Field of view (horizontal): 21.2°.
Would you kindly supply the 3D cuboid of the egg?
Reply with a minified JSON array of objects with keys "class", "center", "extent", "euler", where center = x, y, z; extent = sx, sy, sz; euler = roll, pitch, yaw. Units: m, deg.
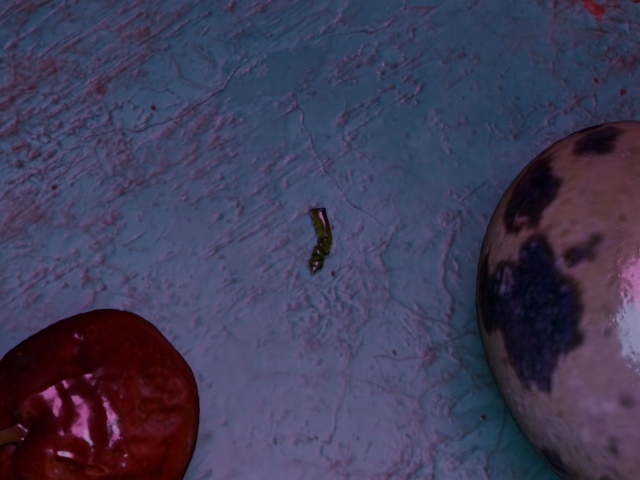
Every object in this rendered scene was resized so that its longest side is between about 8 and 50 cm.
[{"class":"egg","center":[0.339,0.085,1.804],"extent":[0.345,0.345,0.428],"euler":[-6,81,-7]}]

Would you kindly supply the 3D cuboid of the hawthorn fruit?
[{"class":"hawthorn fruit","center":[-0.262,0.195,1.770],"extent":[0.266,0.210,0.230],"euler":[-11,82,-47]}]

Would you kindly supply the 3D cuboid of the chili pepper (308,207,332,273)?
[{"class":"chili pepper","center":[0.000,0.000,1.982],"extent":[0.027,0.022,0.083],"euler":[18,63,-33]}]
